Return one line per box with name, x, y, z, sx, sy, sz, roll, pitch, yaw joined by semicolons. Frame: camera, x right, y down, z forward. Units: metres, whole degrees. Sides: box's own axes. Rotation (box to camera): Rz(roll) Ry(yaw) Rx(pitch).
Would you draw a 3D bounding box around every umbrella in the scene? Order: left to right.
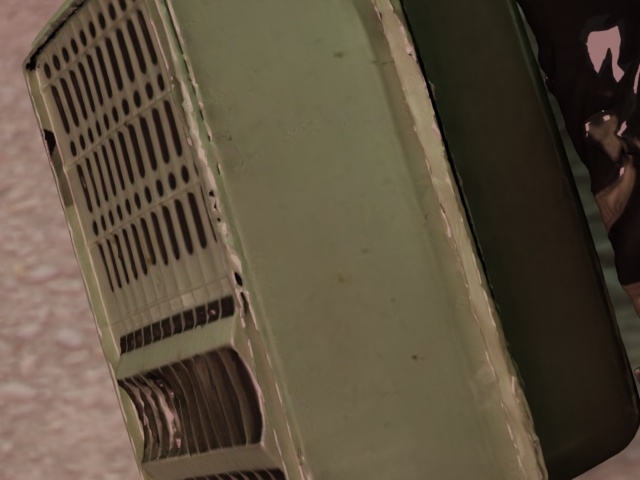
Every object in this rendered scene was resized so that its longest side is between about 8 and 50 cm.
umbrella;0.118;-0.090;0.691;0.106;0.113;0.357;-18;104;30

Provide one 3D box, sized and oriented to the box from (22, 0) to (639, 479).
box;0.000;0.000;0.778;0.220;0.166;0.290;-21;85;66
